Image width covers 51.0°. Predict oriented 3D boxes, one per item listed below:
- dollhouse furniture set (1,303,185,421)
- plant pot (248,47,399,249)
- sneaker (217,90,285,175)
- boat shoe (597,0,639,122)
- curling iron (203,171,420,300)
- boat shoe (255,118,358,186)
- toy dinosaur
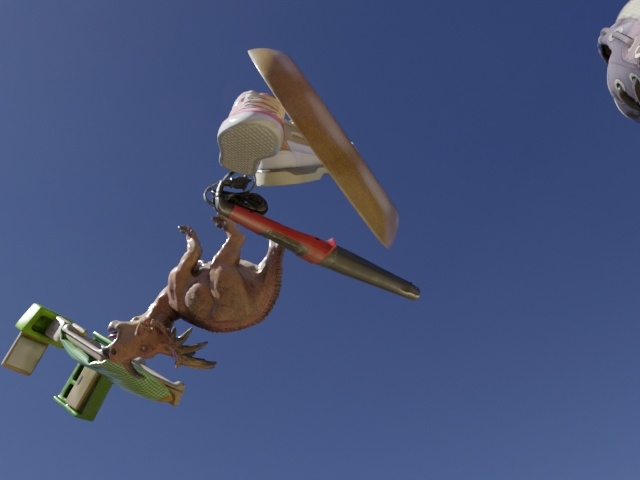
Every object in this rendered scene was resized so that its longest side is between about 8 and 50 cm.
[{"bbox_3d":[-0.413,0.249,1.189,0.197,0.302,0.151,41,-108,-45],"label":"dollhouse furniture set"},{"bbox_3d":[0.012,-0.096,0.662,0.032,0.236,0.236,-35,-45,7],"label":"plant pot"},{"bbox_3d":[-0.055,-0.104,0.574,0.051,0.070,0.134,21,-12,-11],"label":"sneaker"},{"bbox_3d":[0.252,-0.120,0.469,0.103,0.285,0.092,35,-59,-7],"label":"boat shoe"},{"bbox_3d":[0.000,0.000,0.745,0.274,0.068,0.035,28,-38,-14],"label":"curling iron"},{"bbox_3d":[-0.013,-0.159,1.137,0.113,0.302,0.103,-2,-80,22],"label":"boat shoe"},{"bbox_3d":[-0.140,0.084,0.918,0.296,0.200,0.127,-15,-32,29],"label":"toy dinosaur"}]
